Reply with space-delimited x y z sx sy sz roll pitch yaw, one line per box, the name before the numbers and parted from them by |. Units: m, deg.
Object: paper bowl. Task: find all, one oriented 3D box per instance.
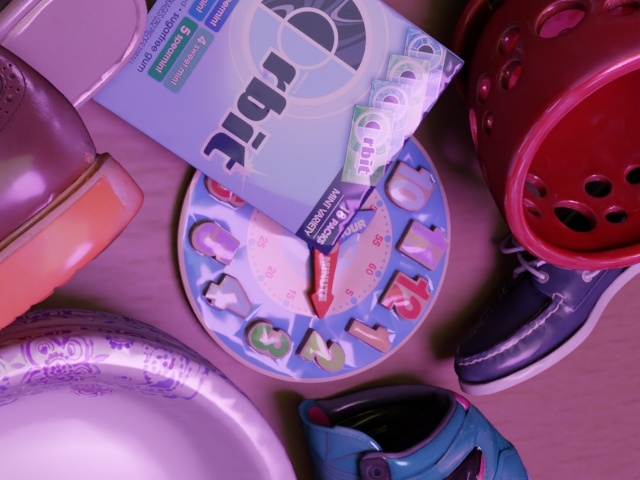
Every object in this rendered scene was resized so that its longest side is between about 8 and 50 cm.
paper bowl | -0.162 0.183 0.693 0.284 0.148 0.284 -3 98 -21

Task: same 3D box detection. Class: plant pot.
plant pot | 0.185 -0.103 0.763 0.191 0.174 0.191 -11 137 -11

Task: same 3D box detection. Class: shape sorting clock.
shape sorting clock | 0.000 0.000 0.796 0.206 0.040 0.206 -3 99 -23

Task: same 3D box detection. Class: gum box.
gum box | -0.027 -0.106 0.729 0.184 0.041 0.157 34 97 -10

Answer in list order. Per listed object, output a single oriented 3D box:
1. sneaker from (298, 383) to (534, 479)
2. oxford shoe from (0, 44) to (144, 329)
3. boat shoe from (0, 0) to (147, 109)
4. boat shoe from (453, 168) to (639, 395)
sneaker | 0.016 0.204 0.785 0.295 0.124 0.178 -38 115 -21
oxford shoe | -0.275 0.036 0.584 0.363 0.130 0.133 -37 107 -6
boat shoe | -0.250 -0.063 0.666 0.335 0.095 0.112 -41 136 -8
boat shoe | 0.188 0.016 0.848 0.254 0.095 0.079 -37 112 -15
